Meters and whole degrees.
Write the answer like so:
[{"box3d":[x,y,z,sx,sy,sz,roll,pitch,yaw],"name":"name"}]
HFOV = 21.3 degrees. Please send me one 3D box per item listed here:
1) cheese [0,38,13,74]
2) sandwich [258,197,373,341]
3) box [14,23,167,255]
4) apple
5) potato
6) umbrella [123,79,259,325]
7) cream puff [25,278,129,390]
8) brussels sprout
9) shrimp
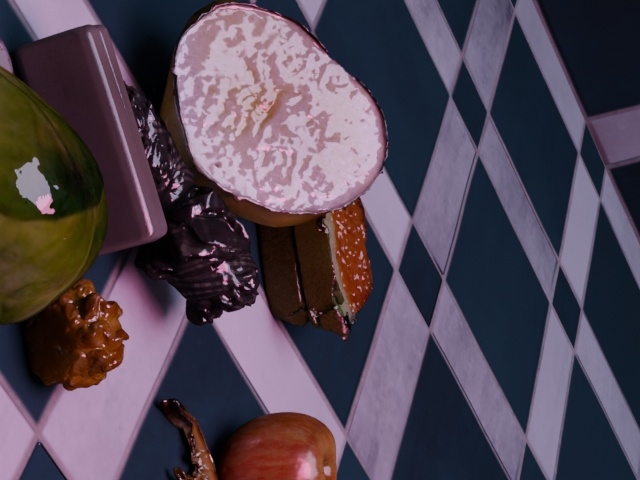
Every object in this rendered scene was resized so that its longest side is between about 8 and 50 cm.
[{"box3d":[-0.339,-0.144,1.727,0.250,0.064,0.156,57,33,-30],"name":"cheese"},{"box3d":[-0.005,-0.011,2.305,0.212,0.109,0.292,-10,89,-71],"name":"sandwich"},{"box3d":[-0.248,-0.107,1.848,0.055,0.103,0.243,-29,104,-66],"name":"box"},{"box3d":[-0.046,0.275,2.039,0.146,0.131,0.146,-12,90,-70],"name":"apple"},{"box3d":[-0.086,-0.145,2.124,0.300,0.196,0.246,41,70,-16],"name":"potato"},{"box3d":[-0.188,-0.055,1.925,0.336,0.128,0.154,58,-6,-19],"name":"umbrella"},{"box3d":[-0.248,0.097,1.756,0.094,0.122,0.116,-6,123,-57],"name":"cream puff"},{"box3d":[-0.320,-0.056,1.578,0.271,0.210,0.219,57,23,-5],"name":"brussels sprout"},{"box3d":[-0.164,0.252,1.914,0.195,0.035,0.147,-4,84,-71],"name":"shrimp"}]
